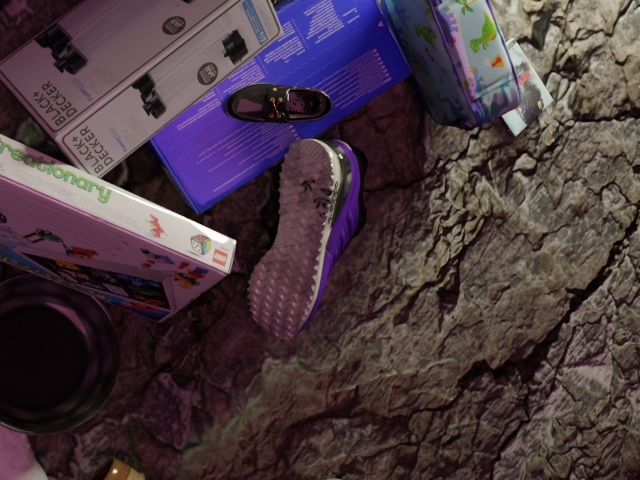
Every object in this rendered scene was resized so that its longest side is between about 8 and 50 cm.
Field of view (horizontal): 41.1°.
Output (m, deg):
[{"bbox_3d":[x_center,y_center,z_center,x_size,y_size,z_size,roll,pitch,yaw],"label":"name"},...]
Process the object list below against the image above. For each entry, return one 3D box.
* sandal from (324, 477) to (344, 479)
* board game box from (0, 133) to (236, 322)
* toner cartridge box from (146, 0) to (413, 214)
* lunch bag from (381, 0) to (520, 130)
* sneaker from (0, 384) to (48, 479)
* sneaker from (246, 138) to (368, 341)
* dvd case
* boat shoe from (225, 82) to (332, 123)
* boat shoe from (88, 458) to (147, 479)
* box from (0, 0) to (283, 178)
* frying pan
[{"bbox_3d":[0.071,0.409,1.302,0.180,0.049,0.072,26,85,-9],"label":"sandal"},{"bbox_3d":[-0.278,-0.004,1.002,0.305,0.193,0.053,26,56,-24],"label":"board game box"},{"bbox_3d":[-0.065,-0.199,1.107,0.348,0.075,0.165,-34,112,-12],"label":"toner cartridge box"},{"bbox_3d":[0.169,-0.256,1.136,0.090,0.176,0.219,-28,108,-9],"label":"lunch bag"},{"bbox_3d":[-0.404,0.227,1.056,0.095,0.090,0.235,-42,114,-20],"label":"sneaker"},{"bbox_3d":[0.001,0.000,1.158,0.146,0.102,0.293,-18,131,-54],"label":"sneaker"},{"bbox_3d":[0.287,-0.227,1.275,0.087,0.013,0.119,-43,112,-9],"label":"dvd case"},{"bbox_3d":[-0.050,-0.169,1.055,0.133,0.042,0.048,-4,105,-20],"label":"boat shoe"},{"bbox_3d":[-0.352,0.411,1.101,0.324,0.122,0.120,-42,107,-18],"label":"boat shoe"},{"bbox_3d":[-0.209,-0.219,0.987,0.290,0.169,0.087,-40,147,-9],"label":"box"},{"bbox_3d":[-0.386,0.163,1.005,0.326,0.053,0.197,-29,92,-38],"label":"frying pan"}]
